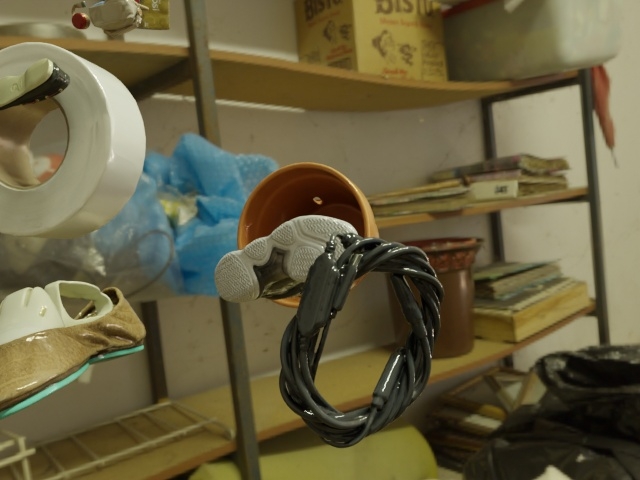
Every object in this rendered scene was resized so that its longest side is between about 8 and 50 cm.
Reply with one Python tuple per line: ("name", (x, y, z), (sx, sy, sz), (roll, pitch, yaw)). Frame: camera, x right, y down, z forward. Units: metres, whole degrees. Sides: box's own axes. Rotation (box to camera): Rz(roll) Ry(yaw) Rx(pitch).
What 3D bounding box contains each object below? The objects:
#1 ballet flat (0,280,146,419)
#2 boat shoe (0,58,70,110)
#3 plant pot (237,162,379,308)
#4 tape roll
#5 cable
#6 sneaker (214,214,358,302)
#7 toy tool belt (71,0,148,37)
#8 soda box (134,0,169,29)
("ballet flat", (-0.315, 0.112, 0.780), (0.116, 0.124, 0.342), (-18, 0, 11))
("boat shoe", (-0.397, -0.200, 0.868), (0.133, 0.049, 0.042), (-16, -25, 21))
("plant pot", (0.000, 0.000, 1.363), (0.290, 0.291, 0.203), (-5, -9, 24))
("tape roll", (-0.413, -0.145, 0.973), (0.286, 0.286, 0.100), (-6, -3, 15))
("cable", (0.040, 0.090, 0.570), (0.150, 0.185, 0.047), (18, -7, -33))
("sneaker", (-0.036, 0.032, 1.076), (0.268, 0.101, 0.153), (-21, -13, 27))
("toy tool belt", (-0.260, -0.279, 0.804), (0.083, 0.052, 0.051), (-9, 15, 17))
("soda box", (-0.351, -0.529, 1.332), (0.061, 0.181, 0.058), (-10, 22, -38))
